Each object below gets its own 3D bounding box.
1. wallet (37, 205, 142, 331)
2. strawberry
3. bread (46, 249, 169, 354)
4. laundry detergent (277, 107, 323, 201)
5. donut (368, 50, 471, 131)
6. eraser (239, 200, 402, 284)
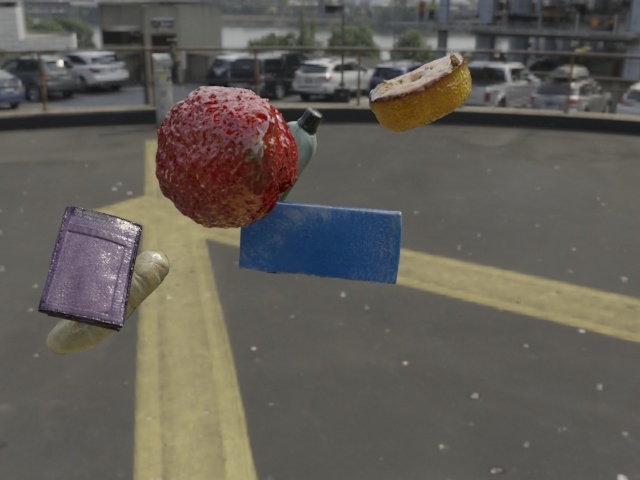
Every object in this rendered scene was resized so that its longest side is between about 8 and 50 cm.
[{"bbox_3d":[-0.306,0.035,1.039,0.111,0.030,0.166,18,54,-23],"label":"wallet"},{"bbox_3d":[-0.150,-0.145,1.316,0.257,0.257,0.277,-10,6,-28],"label":"strawberry"},{"bbox_3d":[-0.301,0.096,1.129,0.053,0.073,0.214,36,68,28],"label":"bread"},{"bbox_3d":[-0.067,-0.176,1.594,0.070,0.226,0.099,6,38,-44],"label":"laundry detergent"},{"bbox_3d":[0.219,-0.332,1.693,0.253,0.118,0.253,-23,22,10],"label":"donut"},{"bbox_3d":[0.000,0.000,1.492,0.311,0.144,0.042,5,8,8],"label":"eraser"}]
